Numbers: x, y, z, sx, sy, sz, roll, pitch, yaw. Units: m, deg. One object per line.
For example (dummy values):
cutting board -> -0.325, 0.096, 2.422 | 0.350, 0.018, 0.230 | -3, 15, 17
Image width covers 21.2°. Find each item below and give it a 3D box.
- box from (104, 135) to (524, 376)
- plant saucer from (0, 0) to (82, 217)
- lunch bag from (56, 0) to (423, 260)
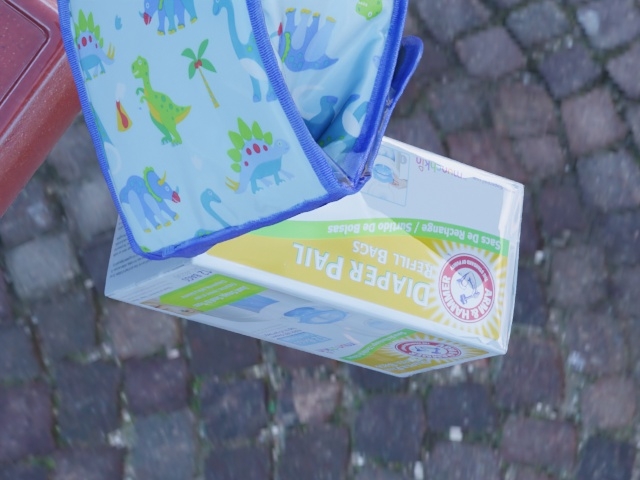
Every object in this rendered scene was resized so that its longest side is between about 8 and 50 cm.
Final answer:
box -> 0.000, 0.000, 0.963 | 0.203, 0.114, 0.103 | 17, 70, -28
plant saucer -> -0.285, -0.104, 1.013 | 0.259, 0.048, 0.258 | 37, 90, -8
lunch bag -> -0.032, -0.076, 0.648 | 0.096, 0.129, 0.151 | 7, 74, -37
